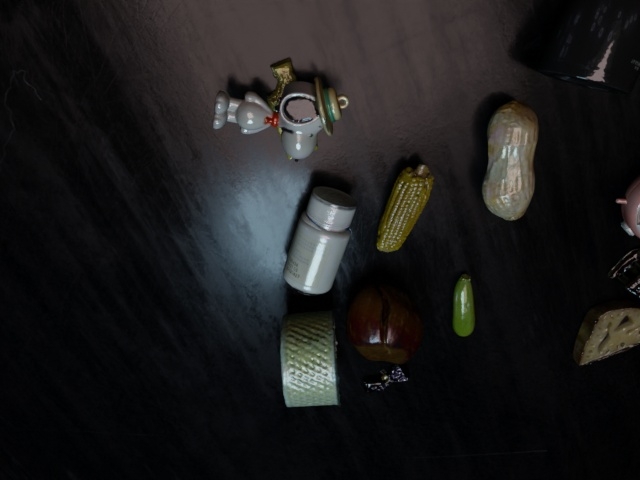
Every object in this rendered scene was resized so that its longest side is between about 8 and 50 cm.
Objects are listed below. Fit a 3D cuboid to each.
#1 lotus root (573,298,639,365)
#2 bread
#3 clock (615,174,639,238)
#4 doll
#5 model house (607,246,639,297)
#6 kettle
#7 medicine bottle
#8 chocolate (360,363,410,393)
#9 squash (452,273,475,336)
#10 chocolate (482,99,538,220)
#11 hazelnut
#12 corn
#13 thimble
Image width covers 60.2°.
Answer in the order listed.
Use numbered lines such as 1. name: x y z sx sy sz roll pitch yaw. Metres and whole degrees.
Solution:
1. lotus root: 0.876 0.262 1.650 0.260 0.074 0.170 -21 114 9
2. bread: -0.077 -0.315 1.337 0.087 0.049 0.226 -18 115 6
3. clock: 0.911 -0.101 1.453 0.227 0.142 0.241 41 117 -19
4. doll: -0.095 -0.294 1.242 0.271 0.144 0.208 24 121 -17
5. model house: 0.927 0.095 1.533 0.106 0.152 0.165 27 113 -21
6. kettle: 0.654 -0.487 1.234 0.268 0.207 0.291 3 109 -37
7. medicine bottle: 0.000 0.000 1.440 0.143 0.143 0.258 15 115 -10
8. chocolate: 0.201 0.427 1.710 0.147 0.070 0.072 -27 125 21
9. squash: 0.417 0.190 1.599 0.066 0.066 0.201 -4 113 -1
10. chocolate: 0.472 -0.192 1.380 0.134 0.134 0.310 -7 116 0
11. hazelnut: 0.174 0.230 1.546 0.218 0.218 0.233 -44 129 16
12. corn: 0.216 -0.083 1.441 0.097 0.097 0.262 17 117 -11
13. thimble: -0.024 0.328 1.528 0.149 0.271 0.271 -4 116 2
